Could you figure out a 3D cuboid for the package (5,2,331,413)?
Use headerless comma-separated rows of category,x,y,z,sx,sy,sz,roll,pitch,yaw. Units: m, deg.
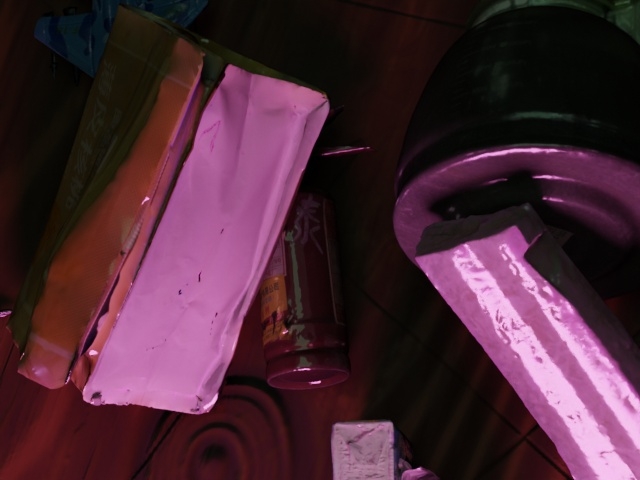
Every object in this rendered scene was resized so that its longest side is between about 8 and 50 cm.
package,-0.160,-0.027,1.585,0.221,0.165,0.311,27,100,23

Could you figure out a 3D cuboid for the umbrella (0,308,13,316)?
umbrella,-0.343,0.078,1.727,0.149,0.022,0.022,-18,47,-1

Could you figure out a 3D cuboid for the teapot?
teapot,0.212,-0.109,1.534,0.321,0.239,0.239,-28,45,43

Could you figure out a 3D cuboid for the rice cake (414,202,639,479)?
rice cake,0.197,0.098,1.487,0.106,0.050,0.298,-24,110,37

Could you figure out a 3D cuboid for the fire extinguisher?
fire extinguisher,-0.005,0.003,1.656,0.106,0.075,0.252,2,70,-19

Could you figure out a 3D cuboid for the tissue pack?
tissue pack,0.056,0.198,1.555,0.079,0.111,0.085,-4,73,10

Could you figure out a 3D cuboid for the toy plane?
toy plane,-0.177,-0.154,1.734,0.169,0.078,0.246,-11,78,9
